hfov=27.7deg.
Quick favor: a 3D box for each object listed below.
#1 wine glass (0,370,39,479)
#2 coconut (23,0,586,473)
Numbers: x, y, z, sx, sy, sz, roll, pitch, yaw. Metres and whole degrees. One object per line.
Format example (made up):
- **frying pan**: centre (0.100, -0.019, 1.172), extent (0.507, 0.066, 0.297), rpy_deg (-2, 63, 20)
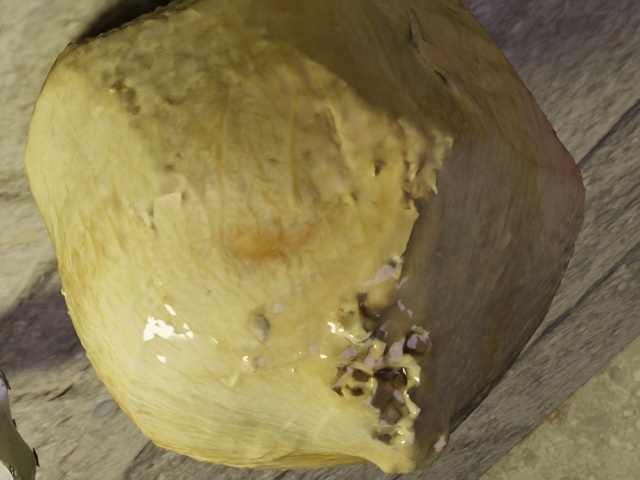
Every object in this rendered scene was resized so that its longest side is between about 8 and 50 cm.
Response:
- **wine glass**: centre (-0.361, 0.199, 1.139), extent (0.197, 0.165, 0.165), rpy_deg (-24, 153, -8)
- **coconut**: centre (0.000, 0.000, 0.939), extent (0.405, 0.404, 0.404), rpy_deg (-25, 153, -13)
